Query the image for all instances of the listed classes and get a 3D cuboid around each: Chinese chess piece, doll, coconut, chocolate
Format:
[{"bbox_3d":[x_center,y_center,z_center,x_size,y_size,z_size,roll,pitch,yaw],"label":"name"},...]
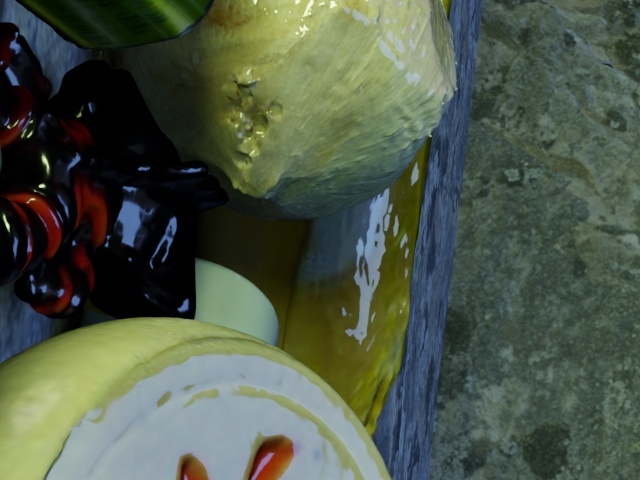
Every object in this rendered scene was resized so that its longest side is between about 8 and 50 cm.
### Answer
[{"bbox_3d":[-0.066,0.155,0.750,0.249,0.103,0.250,12,74,-48],"label":"Chinese chess piece"},{"bbox_3d":[-0.104,-0.023,0.810,0.248,0.088,0.127,-6,108,-73],"label":"doll"},{"bbox_3d":[-0.020,-0.099,0.993,0.194,0.194,0.194,5,90,-80],"label":"coconut"},{"bbox_3d":[0.000,0.000,1.193,0.162,0.162,0.446,-30,125,-78],"label":"chocolate"}]

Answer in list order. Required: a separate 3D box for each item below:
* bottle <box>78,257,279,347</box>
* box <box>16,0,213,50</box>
[{"bbox_3d":[-0.089,0.130,0.903,0.104,0.104,0.245,82,15,-53],"label":"bottle"},{"bbox_3d":[-0.114,-0.165,0.639,0.345,0.097,0.134,35,52,-79],"label":"box"}]
